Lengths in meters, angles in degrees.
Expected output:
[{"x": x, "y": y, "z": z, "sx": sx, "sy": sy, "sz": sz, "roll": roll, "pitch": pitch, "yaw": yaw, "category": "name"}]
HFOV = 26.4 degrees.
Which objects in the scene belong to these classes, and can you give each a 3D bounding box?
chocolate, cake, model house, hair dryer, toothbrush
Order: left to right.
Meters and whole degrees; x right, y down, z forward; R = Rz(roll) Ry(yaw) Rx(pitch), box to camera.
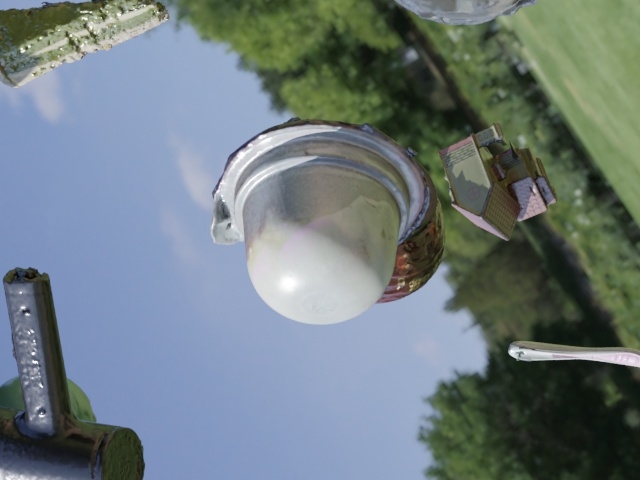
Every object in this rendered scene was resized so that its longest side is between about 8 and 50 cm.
[{"x": -0.284, "y": 0.143, "z": 1.365, "sx": 0.089, "sy": 0.197, "sz": 0.251, "roll": -42, "pitch": -46, "yaw": -62, "category": "hair dryer"}, {"x": -0.185, "y": -0.165, "z": 1.029, "sx": 0.051, "sy": 0.140, "sz": 0.055, "roll": 53, "pitch": -162, "yaw": -65, "category": "cake"}, {"x": -0.008, "y": 0.001, "z": 1.261, "sx": 0.221, "sy": 0.221, "sz": 0.147, "roll": 50, "pitch": -144, "yaw": -35, "category": "chocolate"}, {"x": 0.120, "y": -0.033, "z": 0.899, "sx": 0.083, "sy": 0.057, "sz": 0.058, "roll": 35, "pitch": -147, "yaw": -61, "category": "model house"}, {"x": 0.262, "y": 0.104, "z": 1.191, "sx": 0.022, "sy": 0.204, "sz": 0.017, "roll": -99, "pitch": 18, "yaw": -51, "category": "toothbrush"}]

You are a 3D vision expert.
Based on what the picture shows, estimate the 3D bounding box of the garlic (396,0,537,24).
[{"x": 0.118, "y": -0.354, "z": 1.280, "sx": 0.281, "sy": 0.203, "sz": 0.184, "roll": 79, "pitch": -161, "yaw": -60, "category": "garlic"}]

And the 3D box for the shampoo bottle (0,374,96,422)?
[{"x": -0.376, "y": 0.304, "z": 1.827, "sx": 0.349, "sy": 0.151, "sz": 0.221, "roll": 106, "pitch": 162, "yaw": -53, "category": "shampoo bottle"}]

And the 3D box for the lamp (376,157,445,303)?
[{"x": 0.067, "y": -0.018, "z": 1.998, "sx": 0.247, "sy": 0.247, "sz": 0.247, "roll": 54, "pitch": -171, "yaw": -13, "category": "lamp"}]
